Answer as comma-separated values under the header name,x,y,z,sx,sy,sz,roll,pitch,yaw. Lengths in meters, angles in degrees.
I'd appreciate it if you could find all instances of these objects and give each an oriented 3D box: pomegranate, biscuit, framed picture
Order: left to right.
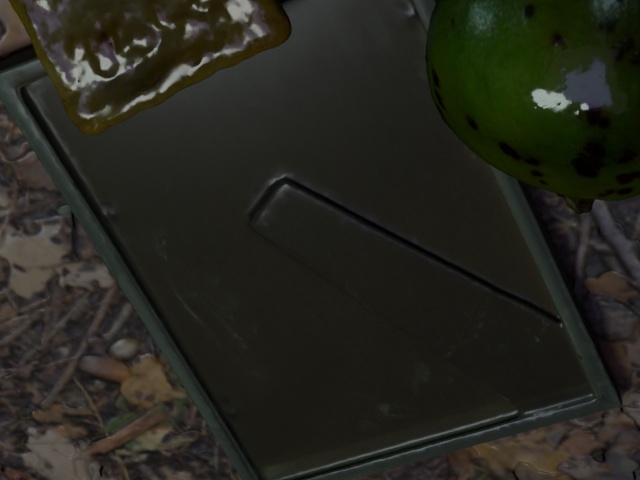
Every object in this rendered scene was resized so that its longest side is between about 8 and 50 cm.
name,x,y,z,sx,sy,sz,roll,pitch,yaw
biscuit,-0.133,-0.177,1.078,0.174,0.039,0.183,-27,102,21
framed picture,0.000,0.000,1.210,0.326,0.028,0.446,-17,120,18
pomegranate,0.167,-0.145,0.991,0.211,0.211,0.263,0,101,8
